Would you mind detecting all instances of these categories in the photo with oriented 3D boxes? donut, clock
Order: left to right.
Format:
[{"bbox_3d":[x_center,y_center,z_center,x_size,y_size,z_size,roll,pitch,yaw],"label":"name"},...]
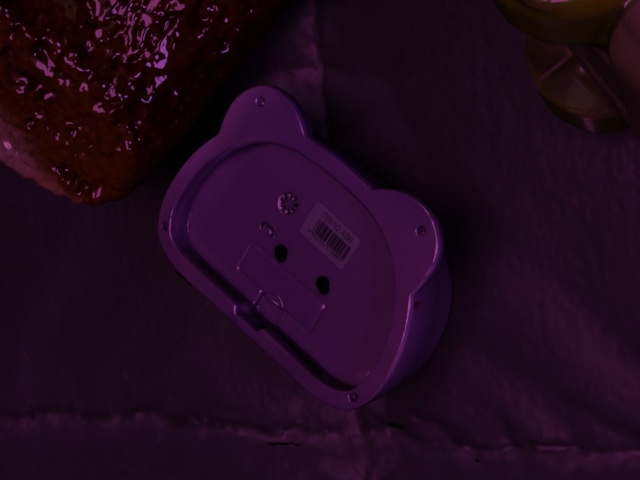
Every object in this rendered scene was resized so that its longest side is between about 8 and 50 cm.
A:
[{"bbox_3d":[-0.066,-0.138,0.602,0.112,0.151,0.295,44,134,6],"label":"donut"},{"bbox_3d":[0.000,0.000,0.608,0.153,0.050,0.110,40,113,25],"label":"clock"}]

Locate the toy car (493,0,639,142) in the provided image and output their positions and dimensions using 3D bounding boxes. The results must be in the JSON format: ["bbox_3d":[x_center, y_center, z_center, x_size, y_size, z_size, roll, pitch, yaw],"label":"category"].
[{"bbox_3d":[0.190,-0.093,0.447,0.235,0.145,0.235,-4,77,18],"label":"toy car"}]
